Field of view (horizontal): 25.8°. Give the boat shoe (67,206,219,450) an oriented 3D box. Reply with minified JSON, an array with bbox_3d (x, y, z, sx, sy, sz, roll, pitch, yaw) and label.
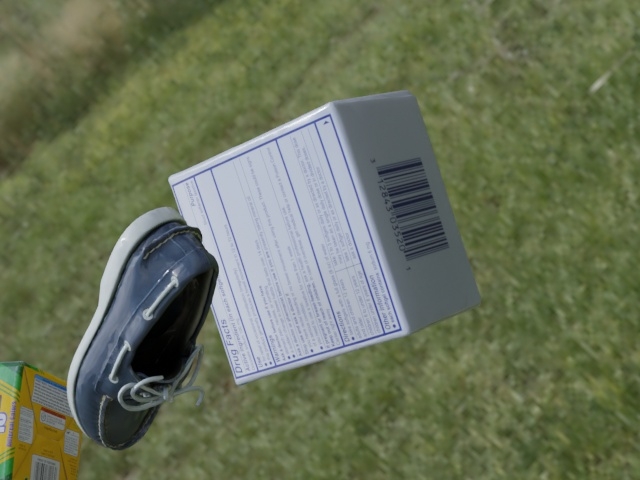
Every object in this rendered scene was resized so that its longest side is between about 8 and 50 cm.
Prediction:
[{"bbox_3d":[-0.138,0.090,1.140,0.095,0.079,0.254,-15,-41,-44],"label":"boat shoe"}]

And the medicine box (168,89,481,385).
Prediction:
[{"bbox_3d":[0.000,0.000,1.613,0.289,0.263,0.149,-20,-3,42],"label":"medicine box"}]

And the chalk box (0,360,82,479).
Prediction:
[{"bbox_3d":[-0.372,0.207,1.461,0.213,0.132,0.132,-3,70,21],"label":"chalk box"}]
